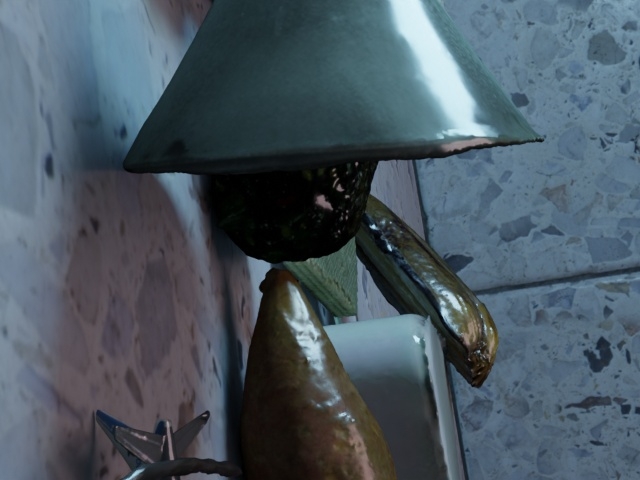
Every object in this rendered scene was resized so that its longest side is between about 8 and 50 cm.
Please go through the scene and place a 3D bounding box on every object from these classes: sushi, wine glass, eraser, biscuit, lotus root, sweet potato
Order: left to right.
[{"bbox_3d":[-0.015,-0.092,0.846,0.127,0.124,0.225,4,96,-78],"label":"sushi"},{"bbox_3d":[-0.001,-0.244,0.627,0.267,0.267,0.406,-33,121,-78],"label":"wine glass"},{"bbox_3d":[0.000,0.000,1.086,0.199,0.041,0.121,49,36,-64],"label":"biscuit"},{"bbox_3d":[0.002,0.185,0.797,0.131,0.131,0.336,44,39,-72],"label":"sweet potato"},{"bbox_3d":[0.056,0.192,1.005,0.331,0.150,0.331,-7,90,-82],"label":"eraser"},{"bbox_3d":[0.111,0.031,1.241,0.329,0.078,0.167,51,-12,32],"label":"lotus root"}]

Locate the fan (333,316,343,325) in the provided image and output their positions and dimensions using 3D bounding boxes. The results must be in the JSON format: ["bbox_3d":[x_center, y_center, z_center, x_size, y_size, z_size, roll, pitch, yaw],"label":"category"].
[{"bbox_3d":[-0.030,-0.056,1.111,0.233,0.012,0.414,-70,147,-61],"label":"fan"}]

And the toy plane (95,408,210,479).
[{"bbox_3d":[-0.080,0.196,0.521,0.226,0.058,0.226,8,73,-62],"label":"toy plane"}]

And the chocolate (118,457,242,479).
[{"bbox_3d":[0.027,0.238,0.428,0.303,0.213,0.303,20,66,-57],"label":"chocolate"}]
